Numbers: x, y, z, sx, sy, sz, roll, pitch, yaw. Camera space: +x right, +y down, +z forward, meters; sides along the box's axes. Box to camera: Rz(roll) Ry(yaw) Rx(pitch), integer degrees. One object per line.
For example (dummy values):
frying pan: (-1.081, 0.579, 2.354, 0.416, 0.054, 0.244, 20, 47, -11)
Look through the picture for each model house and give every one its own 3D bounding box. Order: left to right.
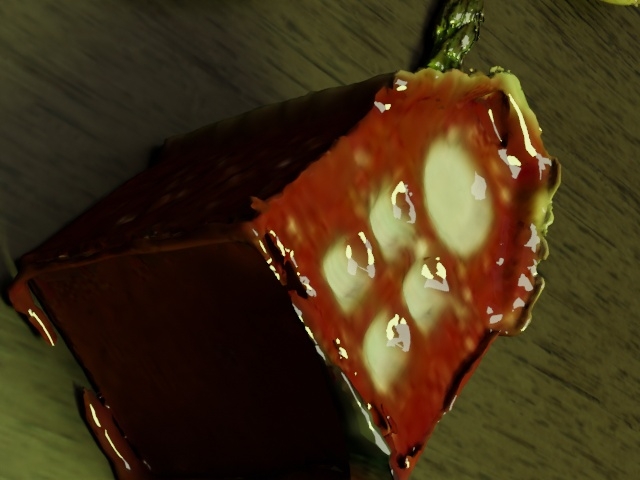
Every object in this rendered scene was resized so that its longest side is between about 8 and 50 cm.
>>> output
model house: (0.000, 0.000, 0.708, 0.254, 0.196, 0.160, -50, 117, -40)

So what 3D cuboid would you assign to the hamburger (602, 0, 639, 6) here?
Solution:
hamburger: (0.249, -0.286, 1.084, 0.181, 0.118, 0.191, 14, 77, -49)

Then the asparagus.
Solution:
asparagus: (0.086, -0.119, 0.943, 0.036, 0.030, 0.165, 28, 63, -14)
